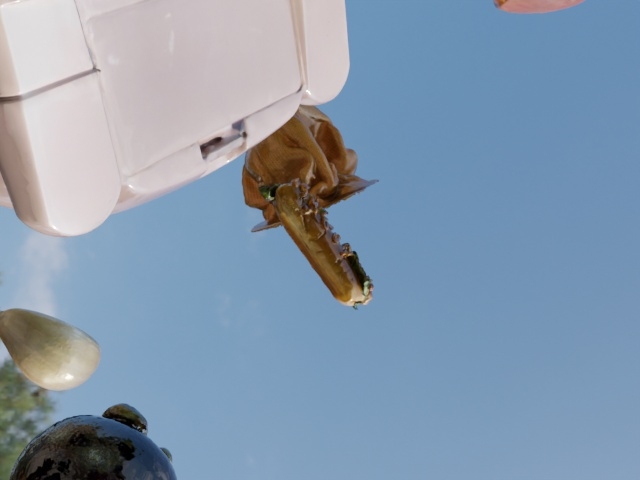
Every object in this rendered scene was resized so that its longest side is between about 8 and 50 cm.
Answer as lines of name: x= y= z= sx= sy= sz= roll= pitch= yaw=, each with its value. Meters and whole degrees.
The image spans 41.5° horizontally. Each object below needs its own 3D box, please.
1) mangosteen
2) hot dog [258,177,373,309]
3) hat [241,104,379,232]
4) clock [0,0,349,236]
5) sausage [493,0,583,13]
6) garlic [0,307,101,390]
mangosteen: x=-0.363 y=0.408 z=1.388 sx=0.288 sy=0.288 sz=0.287 roll=-9 pitch=-104 yaw=38
hot dog: x=0.000 y=0.000 z=1.010 sx=0.055 sy=0.072 sz=0.188 roll=-35 pitch=-90 yaw=2
hat: x=-0.054 y=-0.157 z=1.369 sx=0.234 sy=0.244 sz=0.233 roll=-20 pitch=-84 yaw=15
clock: x=-0.189 y=-0.148 z=0.591 sx=0.326 sy=0.342 sz=0.183 roll=17 pitch=-59 yaw=32
sausage: x=0.288 y=-0.351 z=0.927 sx=0.268 sy=0.141 sz=0.153 roll=-34 pitch=-77 yaw=3
garlic: x=-0.578 y=0.226 z=1.802 sx=0.145 sy=0.245 sz=0.164 roll=-52 pitch=-149 yaw=-3
